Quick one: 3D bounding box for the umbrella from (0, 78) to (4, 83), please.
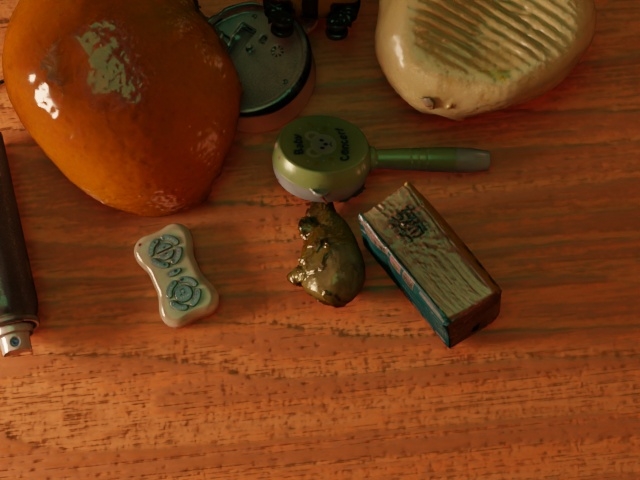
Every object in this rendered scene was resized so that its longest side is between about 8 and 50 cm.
[{"bbox_3d":[-0.459,-0.179,1.894,0.148,0.022,0.022,-16,109,10],"label":"umbrella"}]

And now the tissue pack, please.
[{"bbox_3d":[0.125,0.028,1.713,0.082,0.120,0.169,-36,71,-6],"label":"tissue pack"}]

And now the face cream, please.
[{"bbox_3d":[-0.389,0.002,1.799,0.073,0.073,0.283,-16,72,1],"label":"face cream"}]

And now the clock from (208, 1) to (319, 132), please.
[{"bbox_3d":[-0.085,-0.213,1.841,0.155,0.063,0.229,38,79,14],"label":"clock"}]

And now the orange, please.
[{"bbox_3d":[-0.249,-0.197,1.807,0.274,0.274,0.310,-19,47,0],"label":"orange"}]

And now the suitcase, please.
[{"bbox_3d":[-0.018,-0.381,1.793,0.143,0.194,0.235,2,51,1],"label":"suitcase"}]

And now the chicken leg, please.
[{"bbox_3d":[0.000,0.000,1.768,0.093,0.070,0.178,-13,65,8],"label":"chicken leg"}]

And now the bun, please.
[{"bbox_3d":[0.183,-0.262,1.781,0.259,0.160,0.259,0,89,4],"label":"bun"}]

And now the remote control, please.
[{"bbox_3d":[-0.170,0.041,1.786,0.074,0.032,0.122,-26,71,-2],"label":"remote control"}]

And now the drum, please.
[{"bbox_3d":[0.065,-0.108,1.795,0.253,0.049,0.130,-10,45,-17],"label":"drum"}]
